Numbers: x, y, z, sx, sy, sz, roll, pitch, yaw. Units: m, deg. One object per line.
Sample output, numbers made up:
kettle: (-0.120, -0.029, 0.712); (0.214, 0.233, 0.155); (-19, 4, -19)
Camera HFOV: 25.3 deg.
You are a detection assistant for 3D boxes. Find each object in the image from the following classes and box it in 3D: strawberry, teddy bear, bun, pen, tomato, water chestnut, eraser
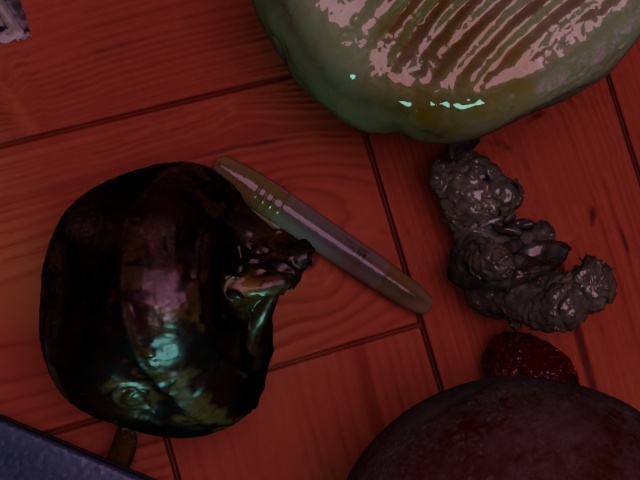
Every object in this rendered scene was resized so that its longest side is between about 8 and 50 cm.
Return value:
strawberry: (0.187, 0.122, 1.273); (0.083, 0.083, 0.096); (-39, 59, -15)
teddy bear: (0.159, 0.006, 1.275); (0.111, 0.133, 0.213); (-48, 70, 27)
bun: (0.103, -0.261, 1.234); (0.365, 0.219, 0.365); (0, 89, -6)
pen: (0.000, 0.000, 1.270); (0.233, 0.032, 0.040); (35, 100, -6)
tomato: (0.160, 0.259, 1.124); (0.316, 0.317, 0.283); (9, 59, -11)
water chestnut: (-0.113, 0.048, 1.139); (0.238, 0.223, 0.224); (-6, 82, 17)
eraser: (-0.234, 0.198, 1.162); (0.225, 0.036, 0.082); (21, 85, 5)

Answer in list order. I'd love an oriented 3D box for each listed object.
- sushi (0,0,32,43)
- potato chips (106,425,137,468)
sushi: (-0.378, -0.290, 1.221); (0.192, 0.043, 0.280); (-15, 85, -14)
potato chips: (-0.193, 0.253, 1.191); (0.026, 0.037, 0.204); (21, 83, 1)
